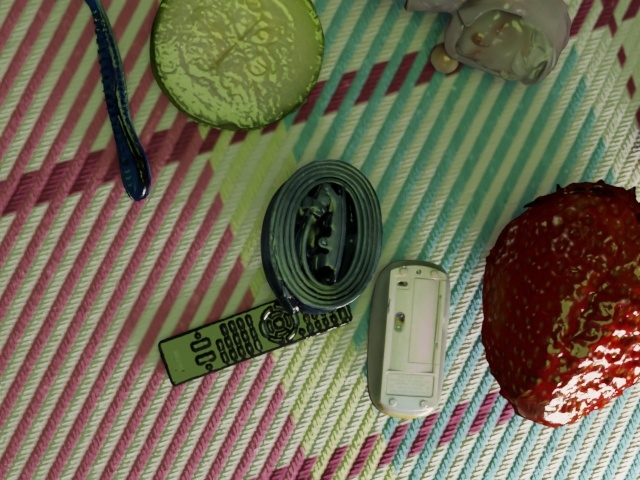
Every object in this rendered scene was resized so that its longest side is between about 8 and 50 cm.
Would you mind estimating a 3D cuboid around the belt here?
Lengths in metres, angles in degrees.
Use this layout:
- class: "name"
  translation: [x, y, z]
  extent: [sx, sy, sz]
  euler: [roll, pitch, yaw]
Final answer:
- class: "belt"
  translation: [0.000, 0.000, 1.615]
  extent: [0.141, 0.082, 0.190]
  euler: [7, 79, -9]

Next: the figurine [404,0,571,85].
- class: "figurine"
  translation: [0.189, -0.294, 1.620]
  extent: [0.276, 0.200, 0.133]
  euler: [31, 47, -14]

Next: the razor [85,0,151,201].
- class: "razor"
  translation: [-0.259, -0.206, 1.594]
  extent: [0.056, 0.093, 0.324]
  euler: [-27, 101, -44]

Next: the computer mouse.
- class: "computer mouse"
  translation: [0.113, 0.124, 1.663]
  extent: [0.102, 0.045, 0.199]
  euler: [4, 91, -9]

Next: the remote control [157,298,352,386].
- class: "remote control"
  translation: [-0.079, 0.113, 1.641]
  extent: [0.245, 0.025, 0.063]
  euler: [-19, 93, -8]

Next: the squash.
- class: "squash"
  translation: [-0.101, -0.242, 1.627]
  extent: [0.219, 0.041, 0.219]
  euler: [1, 87, -12]

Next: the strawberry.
- class: "strawberry"
  translation: [0.307, 0.085, 1.594]
  extent: [0.250, 0.238, 0.288]
  euler: [36, 61, 1]
